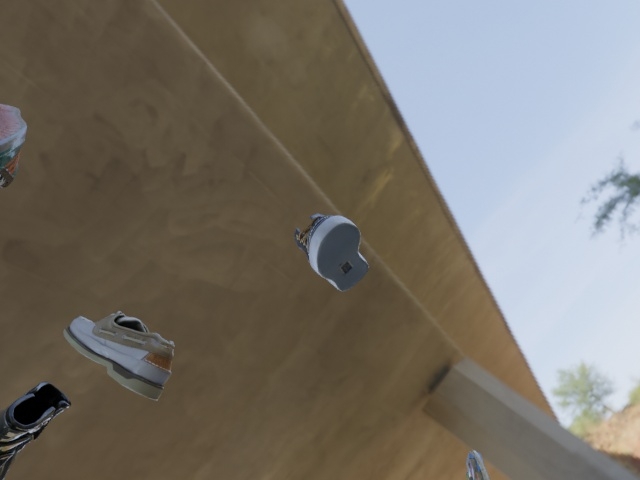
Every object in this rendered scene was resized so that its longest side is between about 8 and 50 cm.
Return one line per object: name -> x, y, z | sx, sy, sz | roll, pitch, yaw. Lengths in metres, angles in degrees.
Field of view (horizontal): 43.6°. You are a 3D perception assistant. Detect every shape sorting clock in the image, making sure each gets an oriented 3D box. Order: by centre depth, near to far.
shape sorting clock -> 0.262, 0.439, 1.272 | 0.040, 0.206, 0.206 | -15, -36, 1

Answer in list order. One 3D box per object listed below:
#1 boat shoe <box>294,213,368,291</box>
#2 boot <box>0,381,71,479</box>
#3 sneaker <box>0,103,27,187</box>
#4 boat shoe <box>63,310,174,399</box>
boat shoe -> 0.000, 0.000, 0.917 | 0.065, 0.083, 0.183 | -43, -21, -6
boot -> -0.358, 0.226, 0.810 | 0.161, 0.083, 0.246 | -45, 3, 10
sneaker -> -0.460, -0.113, 1.095 | 0.108, 0.302, 0.120 | 5, -75, -17
boat shoe -> -0.359, 0.187, 1.452 | 0.113, 0.302, 0.103 | 35, -101, -46
